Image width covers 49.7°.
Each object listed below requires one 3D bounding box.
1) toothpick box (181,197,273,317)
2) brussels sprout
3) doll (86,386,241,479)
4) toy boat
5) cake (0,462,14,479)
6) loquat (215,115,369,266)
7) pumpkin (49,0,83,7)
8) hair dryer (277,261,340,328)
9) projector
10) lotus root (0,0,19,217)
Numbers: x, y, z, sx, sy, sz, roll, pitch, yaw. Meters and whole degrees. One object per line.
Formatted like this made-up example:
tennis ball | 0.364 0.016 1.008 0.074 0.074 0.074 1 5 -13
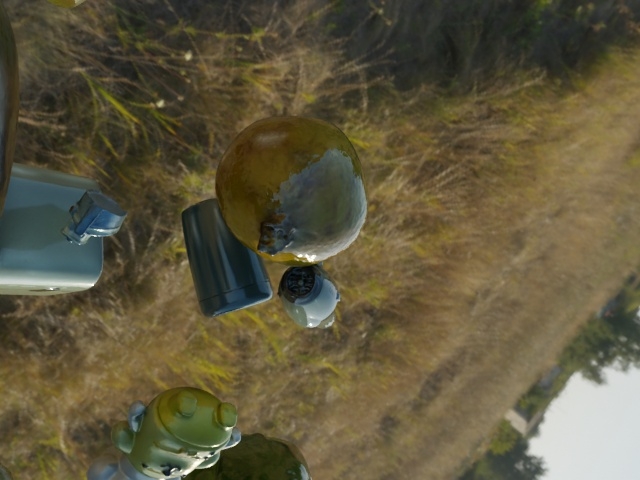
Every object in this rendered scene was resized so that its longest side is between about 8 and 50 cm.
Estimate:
toothpick box | -0.154 0.023 1.109 0.120 0.184 0.120 -16 177 -1
brussels sprout | -0.138 0.501 1.251 0.275 0.315 0.371 -18 169 -10
doll | -0.139 0.185 0.608 0.106 0.062 0.162 25 126 -28
toy boat | -0.428 -0.030 1.298 0.102 0.088 0.215 -54 -170 0
cake | -0.439 0.297 0.550 0.321 0.332 0.332 -40 158 -51
loquat | -0.038 -0.057 0.921 0.246 0.213 0.213 -73 -175 -55
pumpkin | -0.689 -0.695 1.862 0.217 0.217 0.110 13 92 -68
hair dryer | 0.001 0.031 1.090 0.229 0.092 0.267 81 17 -54
projector | -0.625 -0.018 1.418 0.249 0.248 0.248 10 74 -58
lotus root | -0.259 -0.068 0.435 0.124 0.123 0.241 -7 104 -72
